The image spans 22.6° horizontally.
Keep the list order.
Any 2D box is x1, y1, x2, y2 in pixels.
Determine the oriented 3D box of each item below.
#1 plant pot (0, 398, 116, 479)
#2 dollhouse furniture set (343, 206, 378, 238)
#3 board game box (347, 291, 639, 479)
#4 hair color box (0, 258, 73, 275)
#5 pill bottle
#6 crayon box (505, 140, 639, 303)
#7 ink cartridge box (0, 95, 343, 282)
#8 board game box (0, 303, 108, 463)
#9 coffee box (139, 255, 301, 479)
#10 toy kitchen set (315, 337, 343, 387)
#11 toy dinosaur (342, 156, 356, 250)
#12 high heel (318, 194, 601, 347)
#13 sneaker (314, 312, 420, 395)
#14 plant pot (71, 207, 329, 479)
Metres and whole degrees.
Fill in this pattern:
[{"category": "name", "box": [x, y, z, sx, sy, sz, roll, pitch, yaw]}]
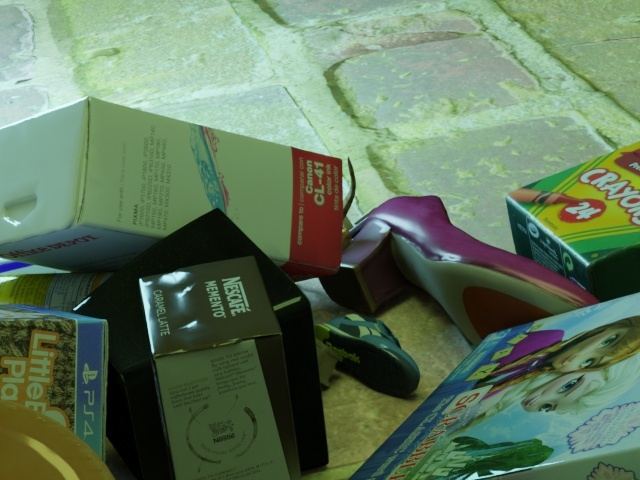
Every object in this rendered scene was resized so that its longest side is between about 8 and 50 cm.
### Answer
[{"category": "plant pot", "box": [-0.246, 0.238, 1.059, 0.291, 0.203, 0.291, 17, 36, -13]}, {"category": "dollhouse furniture set", "box": [0.025, -0.035, 1.835, 0.091, 0.081, 0.114, -37, -11, 23]}, {"category": "board game box", "box": [0.203, 0.139, 1.301, 0.318, 0.066, 0.319, -19, 13, 40]}, {"category": "hair color box", "box": [-0.350, -0.005, 1.834, 0.185, 0.110, 0.339, -13, 25, -11]}, {"category": "pill bottle", "box": [-0.243, 0.089, 1.597, 0.208, 0.117, 0.117, -2, 26, 11]}, {"category": "crayon box", "box": [0.383, -0.038, 1.703, 0.319, 0.081, 0.202, -21, 28, -11]}, {"category": "ink cartridge box", "box": [-0.161, -0.034, 1.596, 0.306, 0.131, 0.226, 14, -16, -38]}, {"category": "board game box", "box": [-0.354, 0.129, 1.350, 0.291, 0.141, 0.232, 1, 1, -28]}, {"category": "coffee box", "box": [-0.073, 0.157, 1.264, 0.098, 0.246, 0.141, -10, 26, -7]}, {"category": "toy kitchen set", "box": [-0.039, 0.120, 1.549, 0.075, 0.083, 0.068, 17, 76, 40]}, {"category": "toy dinosaur", "box": [0.000, 0.000, 1.722, 0.064, 0.211, 0.112, 43, 18, 6]}, {"category": "high heel", "box": [0.175, 0.017, 1.623, 0.181, 0.127, 0.377, -38, 35, -31]}, {"category": "sneaker", "box": [0.055, 0.105, 1.568, 0.059, 0.053, 0.144, -21, 30, -31]}, {"category": "plant pot", "box": [-0.115, 0.111, 1.423, 0.167, 0.188, 0.187, -20, 36, -22]}]
